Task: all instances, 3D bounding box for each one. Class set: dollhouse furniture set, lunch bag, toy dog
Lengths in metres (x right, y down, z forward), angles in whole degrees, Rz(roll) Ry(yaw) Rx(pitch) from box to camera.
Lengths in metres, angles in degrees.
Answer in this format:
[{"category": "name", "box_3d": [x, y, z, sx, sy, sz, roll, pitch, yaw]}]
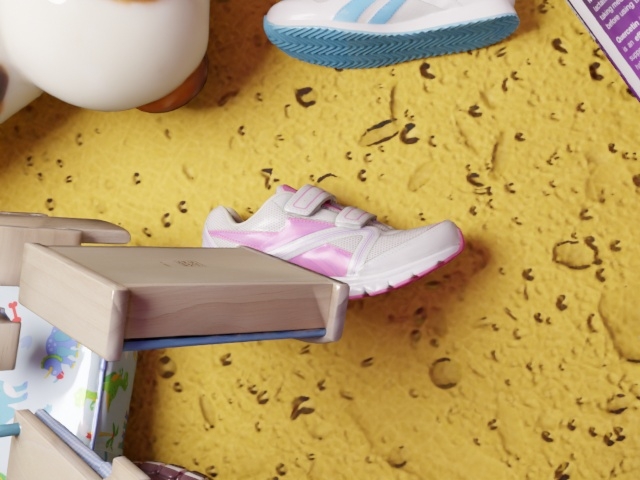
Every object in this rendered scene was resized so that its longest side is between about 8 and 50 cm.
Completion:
[{"category": "dollhouse furniture set", "box_3d": [-0.149, 0.153, 0.727, 0.286, 0.198, 0.303, 19, 102, 48]}, {"category": "lunch bag", "box_3d": [-0.261, 0.123, 0.836, 0.176, 0.090, 0.218, 1, 72, 10]}, {"category": "toy dog", "box_3d": [-0.296, -0.199, 0.768, 0.408, 0.284, 0.395, -12, 53, -2]}]

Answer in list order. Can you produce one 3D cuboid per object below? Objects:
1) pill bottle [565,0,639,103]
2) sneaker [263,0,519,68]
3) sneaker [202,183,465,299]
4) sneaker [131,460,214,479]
[{"category": "pill bottle", "box_3d": [0.312, -0.203, 0.748, 0.182, 0.181, 0.323, -33, 83, 5]}, {"category": "sneaker", "box_3d": [0.061, -0.218, 0.840, 0.229, 0.087, 0.092, -7, 78, 1]}, {"category": "sneaker", "box_3d": [0.000, 0.000, 0.819, 0.252, 0.103, 0.111, -8, 87, 7]}, {"category": "sneaker", "box_3d": [-0.116, 0.262, 0.787, 0.282, 0.162, 0.106, 6, 87, 8]}]
